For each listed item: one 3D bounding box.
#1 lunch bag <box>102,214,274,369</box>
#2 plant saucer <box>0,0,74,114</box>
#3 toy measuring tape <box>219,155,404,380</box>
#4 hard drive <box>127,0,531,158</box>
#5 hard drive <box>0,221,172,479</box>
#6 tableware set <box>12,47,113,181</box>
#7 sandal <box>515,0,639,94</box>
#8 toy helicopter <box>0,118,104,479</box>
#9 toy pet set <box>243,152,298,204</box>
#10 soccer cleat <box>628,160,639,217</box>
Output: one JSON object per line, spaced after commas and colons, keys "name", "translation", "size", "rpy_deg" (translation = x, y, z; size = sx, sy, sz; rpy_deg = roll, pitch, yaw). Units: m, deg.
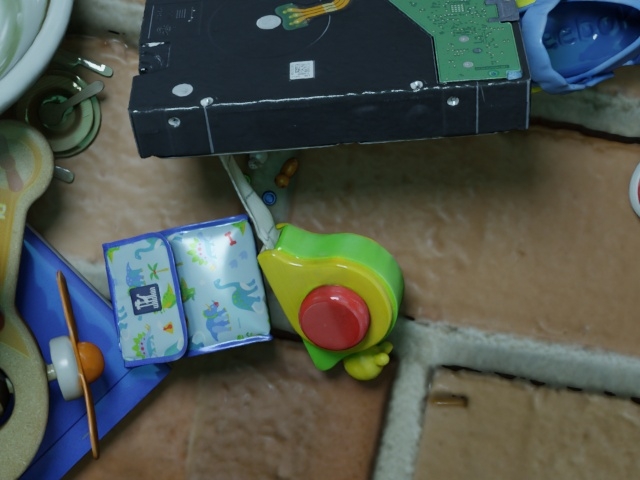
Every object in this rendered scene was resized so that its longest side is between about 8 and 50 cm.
{"name": "lunch bag", "translation": [-0.130, 0.050, 1.210], "size": [0.151, 0.096, 0.128], "rpy_deg": [-10, 86, -1]}
{"name": "plant saucer", "translation": [-0.420, -0.206, 1.099], "size": [0.401, 0.100, 0.400], "rpy_deg": [4, 56, -7]}
{"name": "toy measuring tape", "translation": [0.000, 0.000, 1.185], "size": [0.121, 0.121, 0.330], "rpy_deg": [-26, 115, -1]}
{"name": "hard drive", "translation": [0.008, -0.178, 1.118], "size": [0.339, 0.236, 0.064], "rpy_deg": [-5, 134, 3]}
{"name": "hard drive", "translation": [-0.335, 0.088, 1.232], "size": [0.210, 0.040, 0.318], "rpy_deg": [-44, 98, 2]}
{"name": "tableware set", "translation": [-0.310, -0.144, 1.205], "size": [0.194, 0.039, 0.128], "rpy_deg": [20, 95, -6]}
{"name": "sandal", "translation": [0.302, -0.210, 1.166], "size": [0.317, 0.138, 0.126], "rpy_deg": [-22, 101, 11]}
{"name": "toy helicopter", "translation": [-0.297, 0.066, 1.145], "size": [0.235, 0.140, 0.355], "rpy_deg": [12, 94, -7]}
{"name": "toy pet set", "translation": [-0.066, -0.109, 1.214], "size": [0.122, 0.065, 0.114], "rpy_deg": [34, 94, -8]}
{"name": "soccer cleat", "translation": [0.428, -0.142, 1.218], "size": [0.109, 0.116, 0.318], "rpy_deg": [34, 94, -8]}
